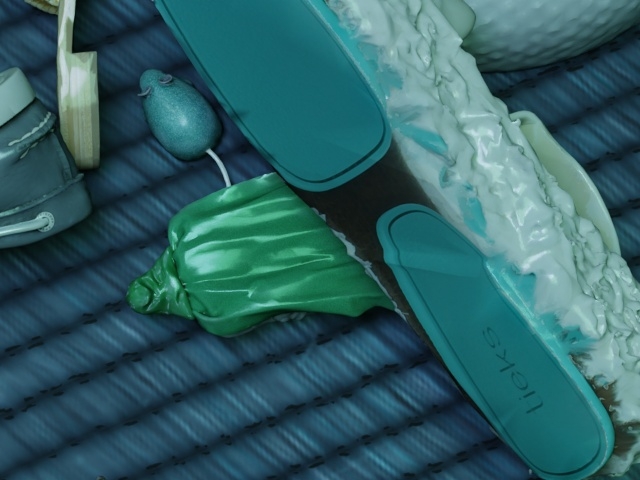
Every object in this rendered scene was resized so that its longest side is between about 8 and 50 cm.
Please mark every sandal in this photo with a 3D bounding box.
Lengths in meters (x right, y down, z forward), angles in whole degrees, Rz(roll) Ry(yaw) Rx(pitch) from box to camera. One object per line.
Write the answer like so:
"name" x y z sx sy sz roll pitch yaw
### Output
"sandal" -0.173 -0.159 1.091 0.079 0.088 0.240 -3 85 -8

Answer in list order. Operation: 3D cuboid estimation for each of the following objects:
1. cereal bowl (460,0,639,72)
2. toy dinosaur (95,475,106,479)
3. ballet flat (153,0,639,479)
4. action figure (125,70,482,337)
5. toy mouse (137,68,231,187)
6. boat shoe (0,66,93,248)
"cereal bowl" 0.097 -0.278 1.093 0.339 0.141 0.339 0 79 0
"toy dinosaur" -0.165 0.191 0.967 0.160 0.313 0.121 -6 107 -21
"ballet flat" 0.056 -0.052 1.008 0.147 0.147 0.409 -37 101 -7
"action figure" 0.000 0.000 1.078 0.232 0.063 0.137 -16 82 -8
"toy mouse" -0.051 -0.086 1.102 0.161 0.031 0.143 5 82 6
"boat shoe" -0.270 0.032 1.042 0.319 0.116 0.099 -36 107 0
